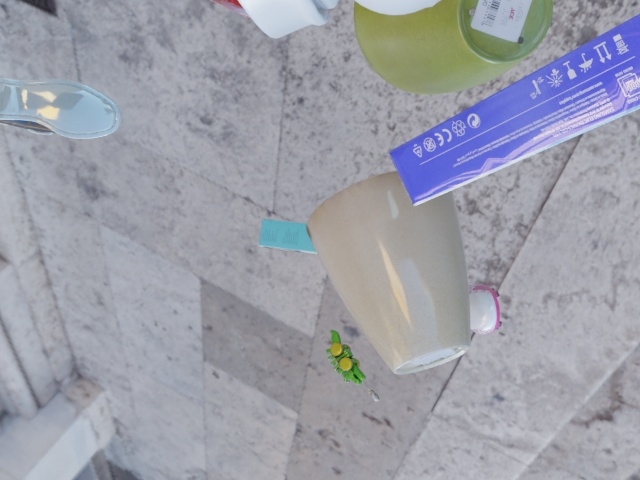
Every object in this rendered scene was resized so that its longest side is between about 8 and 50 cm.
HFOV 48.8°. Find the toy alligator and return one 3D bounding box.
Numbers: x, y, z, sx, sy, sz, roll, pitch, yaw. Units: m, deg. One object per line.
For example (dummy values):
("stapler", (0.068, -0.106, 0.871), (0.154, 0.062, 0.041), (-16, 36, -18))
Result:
("toy alligator", (0.060, 0.285, 1.556), (0.190, 0.051, 0.056), (57, -167, 23))

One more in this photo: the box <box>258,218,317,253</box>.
("box", (0.000, 0.000, 1.462), (0.244, 0.060, 0.100), (6, 176, 31))

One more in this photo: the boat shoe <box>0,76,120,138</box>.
("boat shoe", (-0.543, -0.267, 1.399), (0.302, 0.114, 0.091), (12, -177, -7))

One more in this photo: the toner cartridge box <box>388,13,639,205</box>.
("toner cartridge box", (0.245, -0.142, 0.733), (0.347, 0.165, 0.075), (-24, 91, 53))

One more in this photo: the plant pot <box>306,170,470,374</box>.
("plant pot", (0.135, 0.065, 1.144), (0.256, 0.256, 0.274), (-53, 49, 54))

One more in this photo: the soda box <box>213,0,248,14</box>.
("soda box", (-0.190, -0.622, 1.786), (0.083, 0.263, 0.092), (19, 101, 23))

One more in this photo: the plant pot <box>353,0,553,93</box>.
("plant pot", (0.215, -0.343, 1.062), (0.275, 0.274, 0.293), (55, -178, -21))

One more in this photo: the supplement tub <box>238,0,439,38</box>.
("supplement tub", (0.079, -0.249, 0.329), (0.316, 0.228, 0.228), (-22, 119, 12))

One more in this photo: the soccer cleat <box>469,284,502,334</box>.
("soccer cleat", (0.315, 0.157, 1.654), (0.331, 0.143, 0.116), (-163, 69, -84))
